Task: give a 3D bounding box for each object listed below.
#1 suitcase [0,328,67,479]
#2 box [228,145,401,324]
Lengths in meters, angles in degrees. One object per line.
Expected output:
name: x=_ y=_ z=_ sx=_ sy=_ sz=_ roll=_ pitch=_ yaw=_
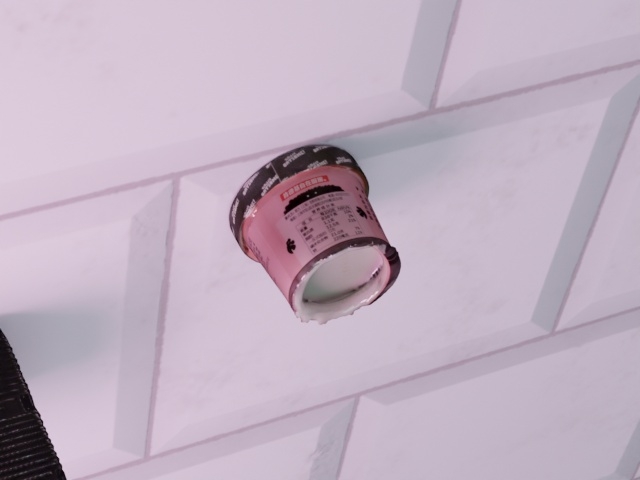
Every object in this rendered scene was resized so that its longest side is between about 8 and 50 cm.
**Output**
suitcase: x=-0.428 y=0.235 z=1.697 sx=0.335 sy=0.229 sz=0.152 roll=-16 pitch=144 yaw=-20
box: x=0.000 y=0.000 z=1.807 sx=0.151 sy=0.135 sz=0.151 roll=-20 pitch=143 yaw=-16
